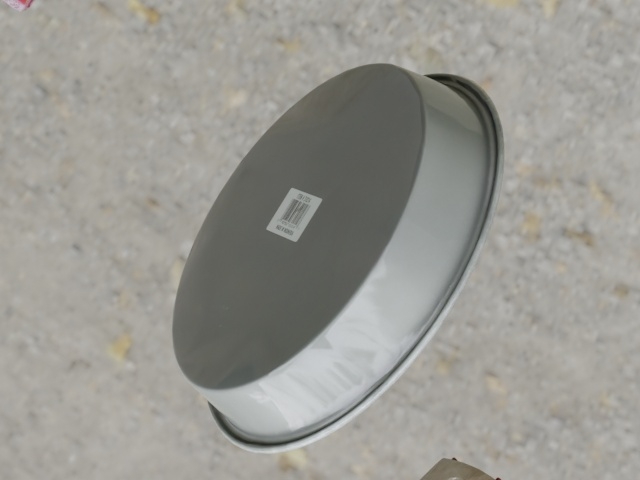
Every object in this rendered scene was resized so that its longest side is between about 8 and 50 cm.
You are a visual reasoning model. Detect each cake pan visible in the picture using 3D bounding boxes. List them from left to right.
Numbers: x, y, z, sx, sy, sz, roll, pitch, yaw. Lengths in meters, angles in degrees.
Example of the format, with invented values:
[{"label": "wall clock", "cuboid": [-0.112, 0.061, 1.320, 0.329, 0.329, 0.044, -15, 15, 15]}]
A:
[{"label": "cake pan", "cuboid": [0.000, 0.000, 1.169, 0.054, 0.293, 0.293, 34, 139, -28]}]

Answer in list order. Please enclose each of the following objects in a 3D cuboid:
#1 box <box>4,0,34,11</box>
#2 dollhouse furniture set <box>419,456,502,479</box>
[{"label": "box", "cuboid": [-0.209, -0.250, 0.861, 0.257, 0.128, 0.122, 36, 161, -6]}, {"label": "dollhouse furniture set", "cuboid": [0.125, 0.253, 1.172, 0.184, 0.129, 0.129, 16, 143, 55]}]
